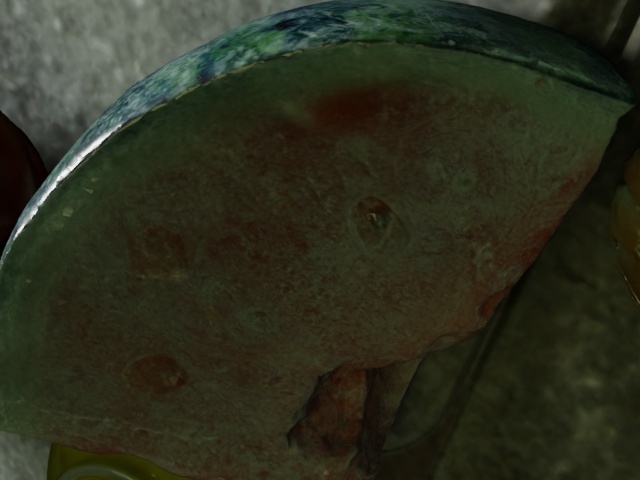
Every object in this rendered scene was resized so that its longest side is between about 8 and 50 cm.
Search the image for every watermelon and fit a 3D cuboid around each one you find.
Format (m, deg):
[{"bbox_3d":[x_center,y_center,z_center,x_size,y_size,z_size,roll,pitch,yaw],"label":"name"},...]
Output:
[{"bbox_3d":[0.000,0.000,0.629,0.318,0.148,0.226,-26,113,20],"label":"watermelon"}]

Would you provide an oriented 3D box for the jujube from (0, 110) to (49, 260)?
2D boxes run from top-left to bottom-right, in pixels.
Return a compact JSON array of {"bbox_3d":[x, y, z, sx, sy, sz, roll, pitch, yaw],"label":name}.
[{"bbox_3d":[-0.246,0.012,0.718,0.250,0.174,0.174,-34,91,41],"label":"jujube"}]

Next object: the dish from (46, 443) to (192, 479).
[{"bbox_3d":[-0.090,0.141,0.738,0.207,0.080,0.149,41,122,7],"label":"dish"}]

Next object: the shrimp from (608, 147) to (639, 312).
[{"bbox_3d":[0.180,0.033,0.572,0.099,0.041,0.180,-23,97,34],"label":"shrimp"}]
